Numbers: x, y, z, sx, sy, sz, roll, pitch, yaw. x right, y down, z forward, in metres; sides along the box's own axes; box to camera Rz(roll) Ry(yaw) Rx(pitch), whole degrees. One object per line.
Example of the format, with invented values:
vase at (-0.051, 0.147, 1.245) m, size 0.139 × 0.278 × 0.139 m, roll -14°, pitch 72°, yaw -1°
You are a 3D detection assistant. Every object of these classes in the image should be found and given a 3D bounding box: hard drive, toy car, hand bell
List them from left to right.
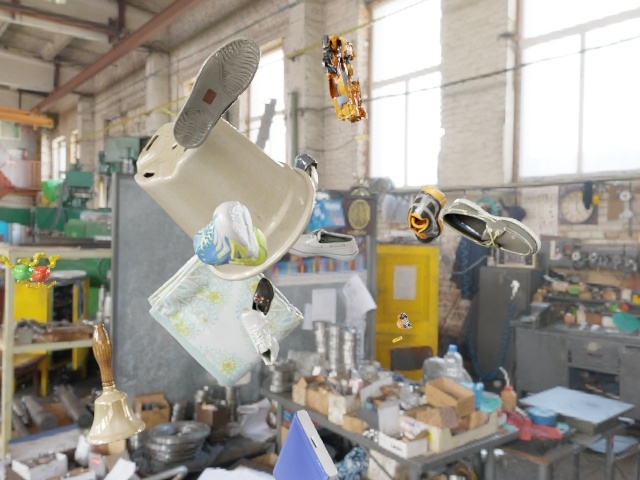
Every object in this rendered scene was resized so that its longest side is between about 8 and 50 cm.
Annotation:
hand bell at (-0.464, 0.302, 1.194) m, size 0.126 × 0.242 × 0.126 m, roll -9°, pitch -1°, yaw 0°
hard drive at (-0.054, 0.680, 1.604) m, size 0.040 × 0.319 × 0.210 m, roll -6°, pitch 42°, yaw -30°
toy car at (0.258, 0.291, 1.823) m, size 0.040 × 0.060 × 0.122 m, roll -33°, pitch 0°, yaw 37°

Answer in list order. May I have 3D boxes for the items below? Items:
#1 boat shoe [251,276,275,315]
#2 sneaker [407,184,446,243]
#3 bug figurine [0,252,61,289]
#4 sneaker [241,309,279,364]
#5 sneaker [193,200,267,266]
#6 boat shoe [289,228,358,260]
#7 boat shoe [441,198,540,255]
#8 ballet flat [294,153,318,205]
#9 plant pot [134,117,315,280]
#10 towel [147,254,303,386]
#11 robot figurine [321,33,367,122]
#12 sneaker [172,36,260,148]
boat shoe at (-0.150, 0.150, 1.410) m, size 0.049 × 0.133 × 0.042 m, roll 28°, pitch 42°, yaw 18°
sneaker at (0.244, -0.047, 1.313) m, size 0.084 × 0.083 × 0.215 m, roll 31°, pitch -20°, yaw 24°
bug figurine at (-0.709, 0.079, 1.183) m, size 0.279 × 0.072 × 0.216 m, roll -7°, pitch -4°, yaw -27°
sneaker at (-0.139, 0.227, 1.285) m, size 0.053 × 0.152 × 0.061 m, roll -24°, pitch 25°, yaw 9°
sneaker at (-0.173, 0.004, 0.954) m, size 0.126 × 0.091 × 0.240 m, roll -9°, pitch -19°, yaw 5°
boat shoe at (0.000, 0.000, 1.582) m, size 0.226 × 0.076 × 0.083 m, roll 5°, pitch 41°, yaw 15°
boat shoe at (0.509, -0.027, 1.657) m, size 0.305 × 0.109 × 0.091 m, roll 32°, pitch 47°, yaw 33°
ballet flat at (-0.043, -0.126, 1.450) m, size 0.074 × 0.203 × 0.074 m, roll 8°, pitch 19°, yaw -3°
plant pot at (-0.232, -0.127, 1.245) m, size 0.334 × 0.334 × 0.305 m, roll 2°, pitch -32°, yaw 42°
towel at (-0.291, 0.214, 1.649) m, size 0.320 × 0.374 × 0.090 m, roll -43°, pitch 6°, yaw 9°
robot figurine at (0.078, -0.538, 1.804) m, size 0.085 × 0.291 × 0.211 m, roll -10°, pitch 5°, yaw 21°
sneaker at (-0.195, -0.275, 0.989) m, size 0.083 × 0.222 × 0.118 m, roll 36°, pitch 11°, yaw -23°
